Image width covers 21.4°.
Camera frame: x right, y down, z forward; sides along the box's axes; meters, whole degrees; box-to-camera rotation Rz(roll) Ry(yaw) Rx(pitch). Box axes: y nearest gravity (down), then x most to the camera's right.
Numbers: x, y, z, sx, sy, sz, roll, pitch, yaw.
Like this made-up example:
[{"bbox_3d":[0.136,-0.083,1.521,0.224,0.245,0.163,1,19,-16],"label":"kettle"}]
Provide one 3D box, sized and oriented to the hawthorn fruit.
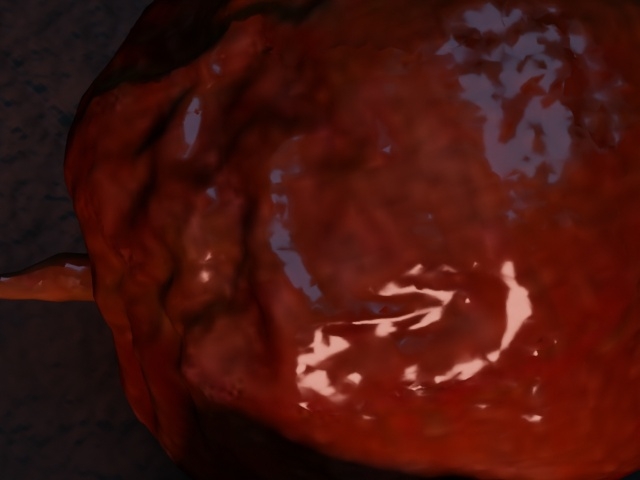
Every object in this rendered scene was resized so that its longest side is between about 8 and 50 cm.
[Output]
[{"bbox_3d":[0.000,0.000,0.504,0.243,0.207,0.207,-12,69,4],"label":"hawthorn fruit"}]
